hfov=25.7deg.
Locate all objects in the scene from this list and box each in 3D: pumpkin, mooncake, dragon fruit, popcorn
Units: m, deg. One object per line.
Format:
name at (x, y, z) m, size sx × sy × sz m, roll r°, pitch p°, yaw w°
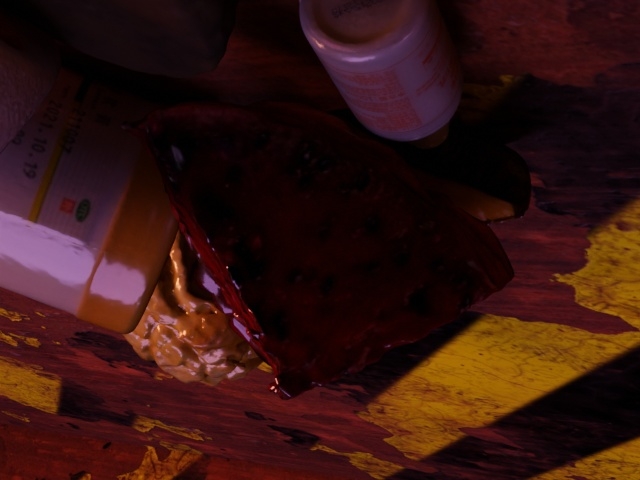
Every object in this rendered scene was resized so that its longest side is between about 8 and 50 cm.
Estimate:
pumpkin at (0.056, -0.085, 1.311) m, size 0.278 × 0.111 × 0.163 m, roll -14°, pitch 129°, yaw 44°
mooncake at (-0.160, -0.225, 1.054) m, size 0.228 × 0.124 × 0.228 m, roll 18°, pitch 165°, yaw 5°
dragon fruit at (-0.009, -0.017, 1.266) m, size 0.286 × 0.228 × 0.329 m, roll 58°, pitch 173°, yaw 5°
popcorn at (-0.153, 0.059, 1.690) m, size 0.250 × 0.190 × 0.250 m, roll 52°, pitch -172°, yaw -10°

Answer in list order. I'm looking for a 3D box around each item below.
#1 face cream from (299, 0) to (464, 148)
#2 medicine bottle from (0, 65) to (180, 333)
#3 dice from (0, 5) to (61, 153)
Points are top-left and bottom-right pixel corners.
face cream at (0.064, -0.135, 1.135) m, size 0.101 × 0.101 × 0.252 m, roll 9°, pitch 163°, yaw 20°
medicine bottle at (-0.256, -0.052, 1.422) m, size 0.232 × 0.238 × 0.238 m, roll 22°, pitch 160°, yaw -9°
dice at (-0.376, -0.148, 1.132) m, size 0.251 × 0.243 × 0.259 m, roll 43°, pitch -167°, yaw -19°
